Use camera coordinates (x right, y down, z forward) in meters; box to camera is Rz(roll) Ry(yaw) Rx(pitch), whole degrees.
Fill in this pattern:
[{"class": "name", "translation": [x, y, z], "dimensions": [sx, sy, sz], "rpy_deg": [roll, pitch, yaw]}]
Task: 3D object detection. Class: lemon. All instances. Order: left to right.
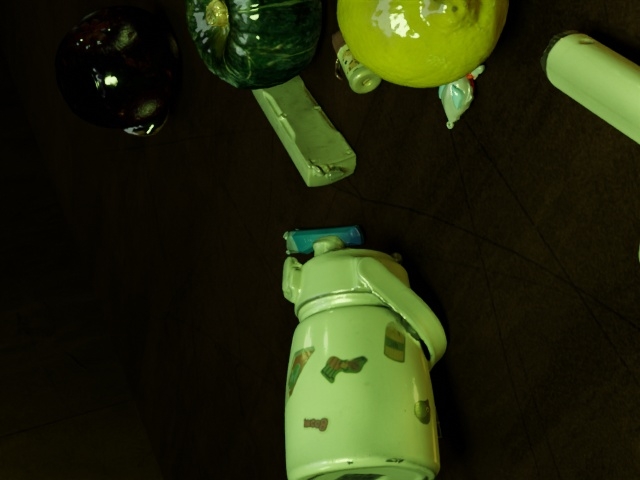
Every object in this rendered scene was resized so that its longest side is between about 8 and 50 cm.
[{"class": "lemon", "translation": [0.109, -0.261, 1.273], "dimensions": [0.248, 0.184, 0.184], "rpy_deg": [-147, 47, -64]}]

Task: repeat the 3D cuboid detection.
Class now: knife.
[{"class": "knife", "translation": [0.002, -0.001, 1.878], "dimensions": [0.297, 0.026, 0.044], "rpy_deg": [-4, 102, 64]}]

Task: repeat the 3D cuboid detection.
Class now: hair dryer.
[{"class": "hair dryer", "translation": [0.295, -0.115, 1.037], "dimensions": [0.362, 0.128, 0.203], "rpy_deg": [-126, 29, -56]}]

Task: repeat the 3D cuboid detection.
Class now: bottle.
[{"class": "bottle", "translation": [0.045, -0.253, 1.597], "dimensions": [0.101, 0.063, 0.047], "rpy_deg": [65, -177, 31]}, {"class": "bottle", "translation": [0.059, 0.164, 1.594], "dimensions": [0.229, 0.229, 0.351], "rpy_deg": [123, 148, -60]}]

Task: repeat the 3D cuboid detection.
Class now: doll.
[{"class": "doll", "translation": [0.165, -0.184, 1.372], "dimensions": [0.057, 0.039, 0.114], "rpy_deg": [23, 119, 21]}]

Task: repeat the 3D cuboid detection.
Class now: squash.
[{"class": "squash", "translation": [-0.101, -0.349, 1.721], "dimensions": [0.252, 0.165, 0.252], "rpy_deg": [40, 136, 55]}]

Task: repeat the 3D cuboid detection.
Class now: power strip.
[{"class": "power strip", "translation": [-0.036, -0.188, 1.780], "dimensions": [0.048, 0.080, 0.286], "rpy_deg": [99, 149, -46]}]

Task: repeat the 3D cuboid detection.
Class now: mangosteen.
[{"class": "mangosteen", "translation": [-0.407, -0.333, 2.354], "dimensions": [0.288, 0.233, 0.287], "rpy_deg": [27, 134, 32]}]

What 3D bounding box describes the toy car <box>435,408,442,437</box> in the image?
[{"class": "toy car", "translation": [0.140, 0.265, 1.704], "dimensions": [0.122, 0.035, 0.059], "rpy_deg": [-179, 75, -75]}]
